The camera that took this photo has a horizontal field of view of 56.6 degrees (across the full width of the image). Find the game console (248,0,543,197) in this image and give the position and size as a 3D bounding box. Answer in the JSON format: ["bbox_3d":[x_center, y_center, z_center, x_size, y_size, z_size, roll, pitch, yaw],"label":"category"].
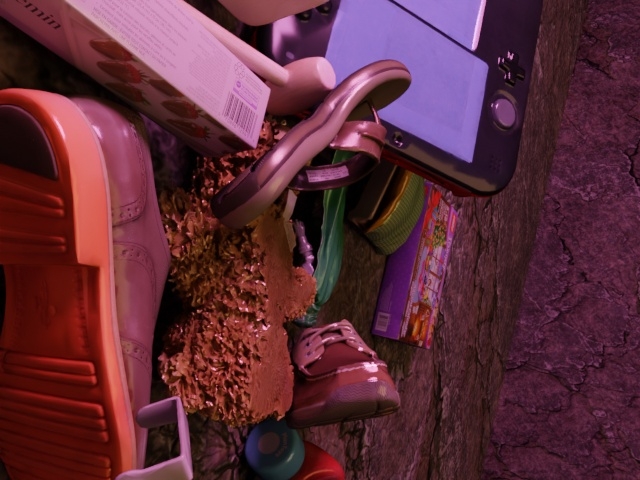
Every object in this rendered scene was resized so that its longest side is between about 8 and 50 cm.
[{"bbox_3d":[0.117,-0.260,0.734,0.386,0.060,0.342,21,78,-27],"label":"game console"}]

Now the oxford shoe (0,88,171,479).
[{"bbox_3d":[-0.163,0.073,0.457,0.133,0.130,0.364,-28,123,-64],"label":"oxford shoe"}]

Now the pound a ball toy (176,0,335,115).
[{"bbox_3d":[-0.062,-0.264,0.469,0.319,0.135,0.208,29,53,-59],"label":"pound a ball toy"}]

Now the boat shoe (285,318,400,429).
[{"bbox_3d":[0.007,0.156,0.709,0.324,0.123,0.116,129,-45,-71],"label":"boat shoe"}]

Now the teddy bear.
[{"bbox_3d":[-0.088,0.011,0.614,0.245,0.113,0.338,-10,99,-66],"label":"teddy bear"}]

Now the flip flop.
[{"bbox_3d":[0.010,-0.081,0.541,0.080,0.112,0.277,48,44,-7],"label":"flip flop"}]

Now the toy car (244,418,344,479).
[{"bbox_3d":[0.014,0.375,0.740,0.210,0.238,0.219,-58,144,-35],"label":"toy car"}]

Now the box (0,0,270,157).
[{"bbox_3d":[-0.158,-0.161,0.405,0.324,0.063,0.067,33,61,-50],"label":"box"}]

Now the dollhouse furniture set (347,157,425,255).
[{"bbox_3d":[0.192,-0.110,0.949,0.301,0.151,0.197,-64,152,-7],"label":"dollhouse furniture set"}]

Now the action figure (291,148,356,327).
[{"bbox_3d":[0.000,0.000,0.775,0.137,0.063,0.232,57,43,-70],"label":"action figure"}]

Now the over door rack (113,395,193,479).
[{"bbox_3d":[-0.192,0.267,0.345,0.324,0.108,0.239,-21,122,-21],"label":"over door rack"}]

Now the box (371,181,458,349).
[{"bbox_3d":[0.190,0.055,1.151,0.201,0.057,0.293,29,73,-60],"label":"box"}]

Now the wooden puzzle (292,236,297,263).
[{"bbox_3d":[-0.051,0.023,0.762,0.083,0.006,0.049,-54,141,-40],"label":"wooden puzzle"}]
